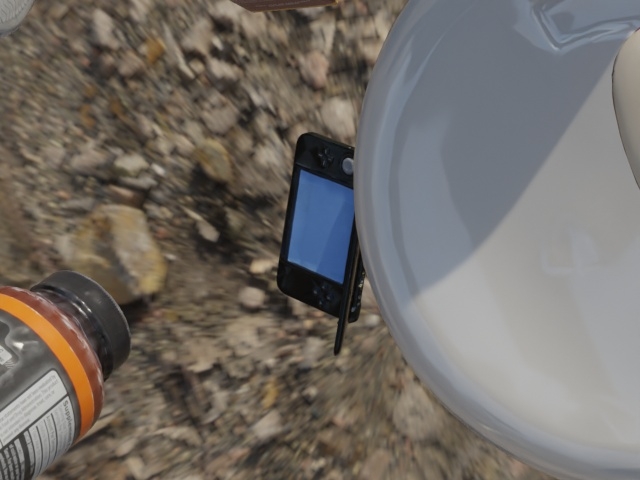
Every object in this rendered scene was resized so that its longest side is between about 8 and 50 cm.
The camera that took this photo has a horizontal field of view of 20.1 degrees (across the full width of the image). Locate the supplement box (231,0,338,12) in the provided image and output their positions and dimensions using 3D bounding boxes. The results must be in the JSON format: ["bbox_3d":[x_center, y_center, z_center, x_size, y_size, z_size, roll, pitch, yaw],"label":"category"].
[{"bbox_3d":[-0.048,-0.251,1.449,0.081,0.188,0.104,-4,86,15],"label":"supplement box"}]

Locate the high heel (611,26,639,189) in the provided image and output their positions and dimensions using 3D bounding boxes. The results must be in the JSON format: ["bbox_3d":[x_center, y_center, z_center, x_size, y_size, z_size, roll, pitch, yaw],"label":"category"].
[{"bbox_3d":[0.199,0.013,0.579,0.244,0.117,0.082,40,114,16],"label":"high heel"}]

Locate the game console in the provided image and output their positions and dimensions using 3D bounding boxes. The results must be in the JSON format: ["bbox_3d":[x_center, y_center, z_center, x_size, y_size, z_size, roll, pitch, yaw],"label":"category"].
[{"bbox_3d":[0.000,0.000,1.226,0.107,0.071,0.122,23,113,34],"label":"game console"}]

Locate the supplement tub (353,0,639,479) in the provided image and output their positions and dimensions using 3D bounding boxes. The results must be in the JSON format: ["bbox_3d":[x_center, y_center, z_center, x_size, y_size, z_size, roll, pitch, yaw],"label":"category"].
[{"bbox_3d":[0.182,-0.040,0.792,0.241,0.331,0.241,5,101,25],"label":"supplement tub"}]

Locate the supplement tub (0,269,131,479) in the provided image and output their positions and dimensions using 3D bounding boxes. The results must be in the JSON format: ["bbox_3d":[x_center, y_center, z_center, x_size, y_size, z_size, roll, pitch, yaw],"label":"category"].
[{"bbox_3d":[-0.196,0.096,1.024,0.106,0.106,0.198,45,49,3],"label":"supplement tub"}]

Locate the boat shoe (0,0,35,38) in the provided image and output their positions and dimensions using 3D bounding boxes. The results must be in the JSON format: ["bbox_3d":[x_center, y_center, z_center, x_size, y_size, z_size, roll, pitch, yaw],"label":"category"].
[{"bbox_3d":[-0.172,-0.081,0.504,0.119,0.335,0.121,-13,111,15],"label":"boat shoe"}]
